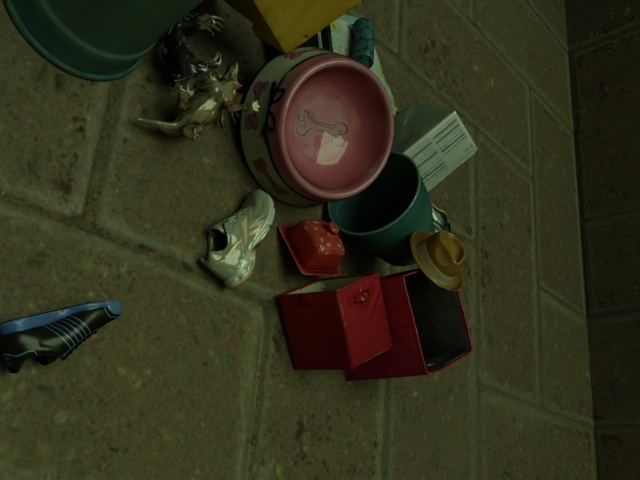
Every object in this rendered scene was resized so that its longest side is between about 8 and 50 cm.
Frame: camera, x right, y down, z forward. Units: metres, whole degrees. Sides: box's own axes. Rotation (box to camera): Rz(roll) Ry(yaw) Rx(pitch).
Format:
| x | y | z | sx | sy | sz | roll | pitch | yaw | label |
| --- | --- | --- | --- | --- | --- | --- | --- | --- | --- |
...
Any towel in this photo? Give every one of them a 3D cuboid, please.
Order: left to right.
| x | y | z | sx | sy | sz | roll | pitch | yaw | label |
| --- | --- | --- | --- | --- | --- | --- | --- | --- | --- |
| 0.052 | -0.502 | 2.040 | 0.374 | 0.090 | 0.321 | -9 | 81 | -48 | towel |

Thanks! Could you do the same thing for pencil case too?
| x | y | z | sx | sy | sz | roll | pitch | yaw | label |
| --- | --- | --- | --- | --- | --- | --- | --- | --- | --- |
| 0.120 | -0.563 | 2.023 | 0.064 | 0.070 | 0.152 | 66 | 24 | -58 | pencil case |

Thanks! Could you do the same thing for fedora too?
| x | y | z | sx | sy | sz | roll | pitch | yaw | label |
| --- | --- | --- | --- | --- | --- | --- | --- | --- | --- |
| 0.317 | 0.036 | 1.810 | 0.194 | 0.079 | 0.194 | 27 | 38 | -24 | fedora |

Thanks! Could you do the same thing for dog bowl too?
| x | y | z | sx | sy | sz | roll | pitch | yaw | label |
| --- | --- | --- | --- | --- | --- | --- | --- | --- | --- |
| 0.010 | -0.276 | 1.753 | 0.407 | 0.150 | 0.408 | -7 | 103 | -32 | dog bowl |

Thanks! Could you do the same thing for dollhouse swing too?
| x | y | z | sx | sy | sz | roll | pitch | yaw | label |
| --- | --- | --- | --- | --- | --- | --- | --- | --- | --- |
| -0.130 | -0.654 | 1.586 | 0.305 | 0.315 | 0.347 | 58 | 5 | 21 | dollhouse swing |

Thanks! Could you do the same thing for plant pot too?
| x | y | z | sx | sy | sz | roll | pitch | yaw | label |
| --- | --- | --- | --- | --- | --- | --- | --- | --- | --- |
| -0.378 | -0.527 | 1.357 | 0.341 | 0.334 | 0.341 | 18 | 65 | -45 | plant pot |
| 0.196 | -0.063 | 1.965 | 0.255 | 0.271 | 0.272 | 49 | 45 | -45 | plant pot |

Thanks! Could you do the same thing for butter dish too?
| x | y | z | sx | sy | sz | roll | pitch | yaw | label |
| --- | --- | --- | --- | --- | --- | --- | --- | --- | --- |
| 0.000 | 0.000 | 1.783 | 0.160 | 0.118 | 0.160 | 5 | 49 | -49 | butter dish |

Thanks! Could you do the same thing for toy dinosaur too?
| x | y | z | sx | sy | sz | roll | pitch | yaw | label |
| --- | --- | --- | --- | --- | --- | --- | --- | --- | --- |
| -0.267 | -0.291 | 1.579 | 0.295 | 0.200 | 0.127 | -33 | 102 | -19 | toy dinosaur |

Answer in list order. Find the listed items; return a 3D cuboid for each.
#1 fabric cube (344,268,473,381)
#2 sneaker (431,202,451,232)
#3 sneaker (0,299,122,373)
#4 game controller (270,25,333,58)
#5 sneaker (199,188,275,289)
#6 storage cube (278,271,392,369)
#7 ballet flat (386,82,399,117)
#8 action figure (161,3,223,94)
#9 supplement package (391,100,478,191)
| x | y | z | sx | sy | sz | roll | pitch | yaw | label |
| --- | --- | --- | --- | --- | --- | --- | --- | --- | --- |
| 0.212 | 0.217 | 1.881 | 0.254 | 0.258 | 0.259 | -11 | 86 | -52 | fabric cube |
| 0.363 | -0.007 | 2.235 | 0.127 | 0.126 | 0.321 | -41 | 108 | -42 | sneaker |
| -0.454 | 0.166 | 1.252 | 0.232 | 0.081 | 0.091 | -12 | 90 | -44 | sneaker |
| -0.051 | -0.513 | 1.867 | 0.067 | 0.166 | 0.319 | 49 | 35 | -87 | game controller |
| -0.190 | -0.027 | 1.612 | 0.121 | 0.099 | 0.263 | 39 | 50 | -30 | sneaker |
| 0.039 | 0.197 | 1.723 | 0.183 | 0.214 | 0.193 | -18 | 98 | -51 | storage cube |
| 0.213 | -0.385 | 2.230 | 0.077 | 0.091 | 0.241 | -29 | 98 | -19 | ballet flat |
| -0.286 | -0.452 | 1.581 | 0.140 | 0.164 | 0.276 | 0 | 67 | -15 | action figure |
| 0.294 | -0.282 | 2.084 | 0.204 | 0.262 | 0.145 | -40 | 114 | -3 | supplement package |
